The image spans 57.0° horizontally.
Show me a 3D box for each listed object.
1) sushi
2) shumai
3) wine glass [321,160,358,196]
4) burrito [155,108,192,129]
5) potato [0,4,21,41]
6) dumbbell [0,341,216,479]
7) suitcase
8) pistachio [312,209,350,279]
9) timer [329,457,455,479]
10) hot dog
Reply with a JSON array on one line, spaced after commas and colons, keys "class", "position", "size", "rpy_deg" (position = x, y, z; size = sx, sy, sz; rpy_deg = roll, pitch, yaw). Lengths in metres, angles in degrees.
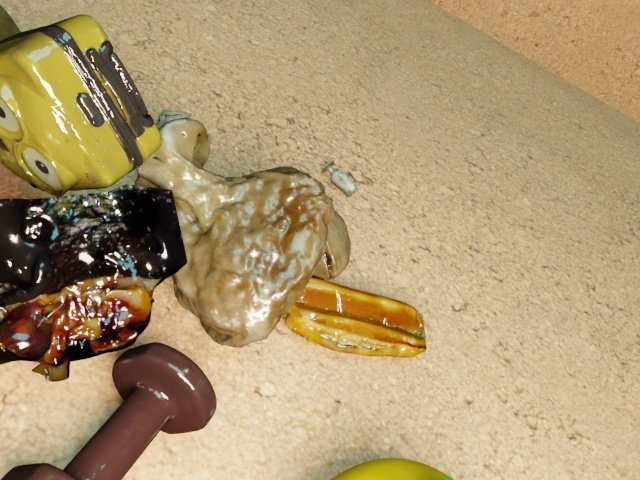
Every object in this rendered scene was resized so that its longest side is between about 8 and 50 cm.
[{"class": "sushi", "position": [-0.317, 0.055, 0.713], "size": [0.227, 0.215, 0.212], "rpy_deg": [-11, 91, -56]}, {"class": "shumai", "position": [-0.146, -0.026, 0.819], "size": [0.262, 0.267, 0.314], "rpy_deg": [38, 33, -27]}, {"class": "wine glass", "position": [0.043, -0.130, 1.257], "size": [0.039, 0.042, 0.083], "rpy_deg": [-43, 80, -10]}, {"class": "burrito", "position": [-0.285, -0.185, 1.086], "size": [0.064, 0.064, 0.203], "rpy_deg": [20, 40, -14]}, {"class": "potato", "position": [-0.551, -0.249, 0.853], "size": [0.243, 0.221, 0.326], "rpy_deg": [-21, 64, -42]}, {"class": "dumbbell", "position": [-0.226, 0.228, 0.652], "size": [0.124, 0.140, 0.225], "rpy_deg": [59, 36, -17]}, {"class": "suitcase", "position": [-0.333, -0.156, 0.730], "size": [0.143, 0.234, 0.194], "rpy_deg": [-51, 129, -37]}, {"class": "pistachio", "position": [0.000, 0.000, 1.032], "size": [0.108, 0.126, 0.185], "rpy_deg": [-13, 41, -8]}, {"class": "timer", "position": [0.102, 0.349, 0.626], "size": [0.285, 0.285, 0.285], "rpy_deg": [18, 43, -17]}, {"class": "hot dog", "position": [0.062, 0.136, 0.975], "size": [0.269, 0.072, 0.115], "rpy_deg": [19, 42, -18]}]
